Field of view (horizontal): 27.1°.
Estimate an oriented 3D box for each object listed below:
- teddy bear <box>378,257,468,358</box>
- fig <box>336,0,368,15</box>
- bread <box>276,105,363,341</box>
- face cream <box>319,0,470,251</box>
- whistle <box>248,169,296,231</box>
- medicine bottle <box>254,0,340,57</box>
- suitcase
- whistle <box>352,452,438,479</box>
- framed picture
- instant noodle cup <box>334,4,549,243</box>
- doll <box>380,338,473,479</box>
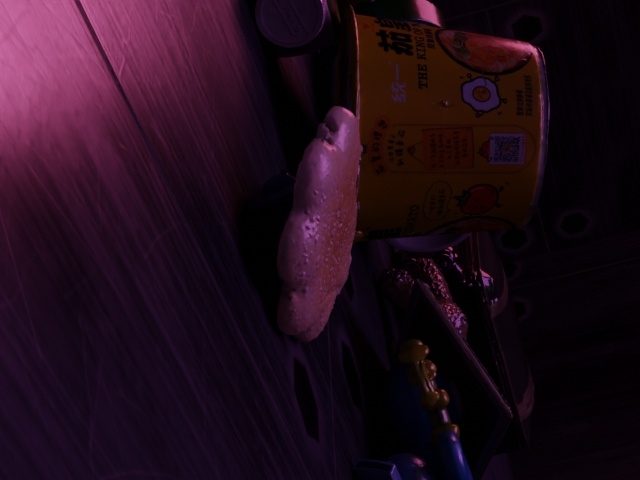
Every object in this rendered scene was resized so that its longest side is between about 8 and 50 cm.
[{"bbox_3d":[0.174,0.149,2.104,0.182,0.129,0.251,-5,83,-44],"label":"teddy bear"},{"bbox_3d":[0.025,-0.425,2.241,0.133,0.185,0.126,4,34,-43],"label":"fig"},{"bbox_3d":[0.000,0.000,1.340,0.182,0.039,0.250,-65,163,-48],"label":"bread"},{"bbox_3d":[0.131,-0.179,2.067,0.312,0.219,0.357,53,21,-62],"label":"face cream"},{"bbox_3d":[-0.018,-0.031,1.474,0.304,0.062,0.062,20,56,-79],"label":"whistle"},{"bbox_3d":[-0.032,-0.309,1.716,0.188,0.088,0.132,-79,155,-70],"label":"medicine bottle"},{"bbox_3d":[0.263,0.172,2.397,0.283,0.194,0.433,-81,156,-67],"label":"suitcase"},{"bbox_3d":[0.095,0.284,1.582,0.090,0.090,0.158,-94,165,-46],"label":"whistle"},{"bbox_3d":[0.175,0.208,1.829,0.231,0.018,0.293,57,-21,24],"label":"framed picture"},{"bbox_3d":[0.149,-0.142,1.750,0.325,0.254,0.325,-178,-90,-86],"label":"instant noodle cup"},{"bbox_3d":[0.161,0.277,1.730,0.346,0.099,0.341,89,-20,-63],"label":"doll"}]
